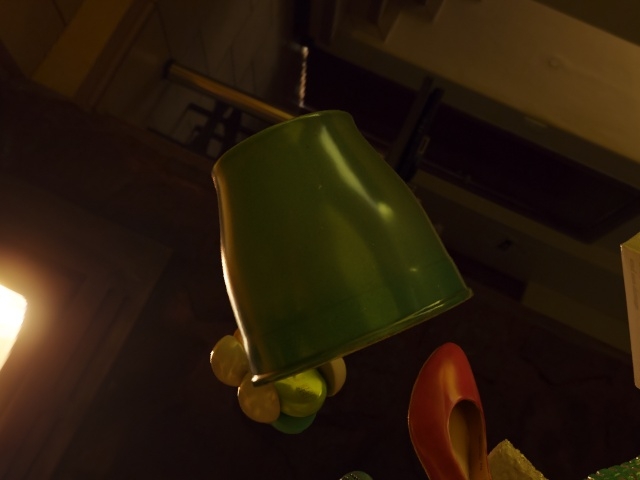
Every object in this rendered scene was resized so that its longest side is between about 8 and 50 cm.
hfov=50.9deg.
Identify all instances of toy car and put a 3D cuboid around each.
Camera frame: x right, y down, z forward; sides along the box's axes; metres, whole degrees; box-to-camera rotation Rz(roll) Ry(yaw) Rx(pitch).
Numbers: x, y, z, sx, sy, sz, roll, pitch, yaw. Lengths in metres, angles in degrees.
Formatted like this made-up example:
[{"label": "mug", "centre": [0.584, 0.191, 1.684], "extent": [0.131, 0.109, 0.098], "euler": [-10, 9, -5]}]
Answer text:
[{"label": "toy car", "centre": [-0.064, 0.204, 0.976], "extent": [0.159, 0.182, 0.136], "euler": [-16, 130, -34]}]

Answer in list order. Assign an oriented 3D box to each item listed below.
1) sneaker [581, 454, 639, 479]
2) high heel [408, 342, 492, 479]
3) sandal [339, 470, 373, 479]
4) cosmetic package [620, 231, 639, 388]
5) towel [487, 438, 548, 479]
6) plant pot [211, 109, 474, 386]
[{"label": "sneaker", "centre": [0.531, 0.420, 1.115], "extent": [0.223, 0.098, 0.083], "euler": [-19, 175, -10]}, {"label": "high heel", "centre": [0.129, 0.178, 0.511], "extent": [0.117, 0.082, 0.244], "euler": [-25, -144, 37]}, {"label": "sandal", "centre": [-0.020, 0.393, 0.866], "extent": [0.126, 0.138, 0.317], "euler": [-46, 173, 32]}, {"label": "cosmetic package", "centre": [0.504, 0.013, 0.685], "extent": [0.385, 0.156, 0.217], "euler": [-29, 123, -15]}, {"label": "towel", "centre": [0.255, 0.396, 0.799], "extent": [0.187, 0.049, 0.282], "euler": [-52, -142, 6]}, {"label": "plant pot", "centre": [0.000, 0.000, 0.789], "extent": [0.271, 0.255, 0.271], "euler": [-23, 173, -3]}]
